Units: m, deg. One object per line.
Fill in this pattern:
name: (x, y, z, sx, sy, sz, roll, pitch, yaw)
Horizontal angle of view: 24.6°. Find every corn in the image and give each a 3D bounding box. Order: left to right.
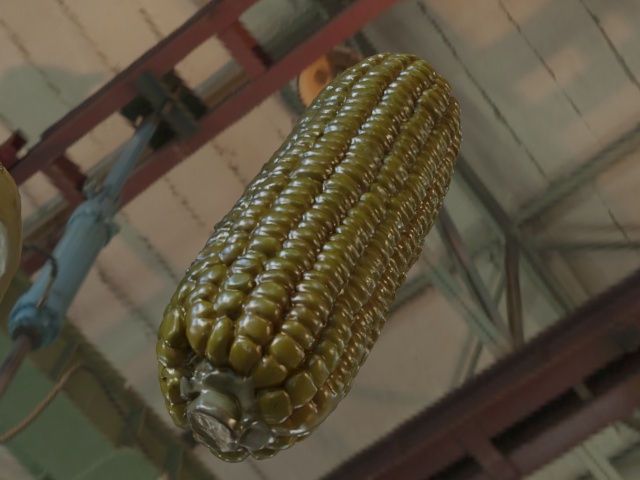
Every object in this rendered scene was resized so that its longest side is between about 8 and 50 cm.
corn: (0.000, 0.000, 0.517, 0.068, 0.207, 0.068, 11, -52, 15)

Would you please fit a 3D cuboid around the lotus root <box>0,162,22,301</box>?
lotus root: (-0.326, 0.053, 1.019, 0.169, 0.342, 0.151, -27, -66, 40)
